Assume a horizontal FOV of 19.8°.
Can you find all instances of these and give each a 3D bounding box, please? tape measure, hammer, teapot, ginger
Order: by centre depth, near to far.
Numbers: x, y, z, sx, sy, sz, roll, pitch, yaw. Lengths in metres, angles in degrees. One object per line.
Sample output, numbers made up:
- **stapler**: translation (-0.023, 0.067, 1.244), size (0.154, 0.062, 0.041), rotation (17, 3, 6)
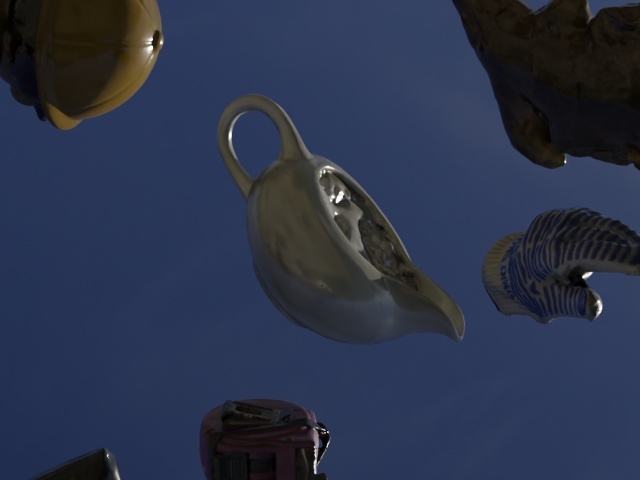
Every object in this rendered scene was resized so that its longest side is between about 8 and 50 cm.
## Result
- **teapot**: translation (0.000, 0.000, 1.267), size (0.092, 0.226, 0.145), rotation (-37, -176, 17)
- **ginger**: translation (0.211, -0.114, 1.397), size (0.080, 0.166, 0.333), rotation (-21, -147, -40)
- **hammer**: translation (-0.274, 0.224, 1.445), size (0.290, 0.037, 0.137), rotation (-25, -173, 22)
- **tape measure**: translation (-0.053, 0.194, 1.735), size (0.125, 0.074, 0.118), rotation (0, -164, -1)

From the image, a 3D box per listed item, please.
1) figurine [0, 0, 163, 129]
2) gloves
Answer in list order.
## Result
- **figurine**: translation (-0.279, -0.200, 1.744), size (0.257, 0.192, 0.167), rotation (-3, -142, -15)
- **gloves**: translation (0.226, 0.025, 1.663), size (0.229, 0.097, 0.119), rotation (-5, -124, 56)
